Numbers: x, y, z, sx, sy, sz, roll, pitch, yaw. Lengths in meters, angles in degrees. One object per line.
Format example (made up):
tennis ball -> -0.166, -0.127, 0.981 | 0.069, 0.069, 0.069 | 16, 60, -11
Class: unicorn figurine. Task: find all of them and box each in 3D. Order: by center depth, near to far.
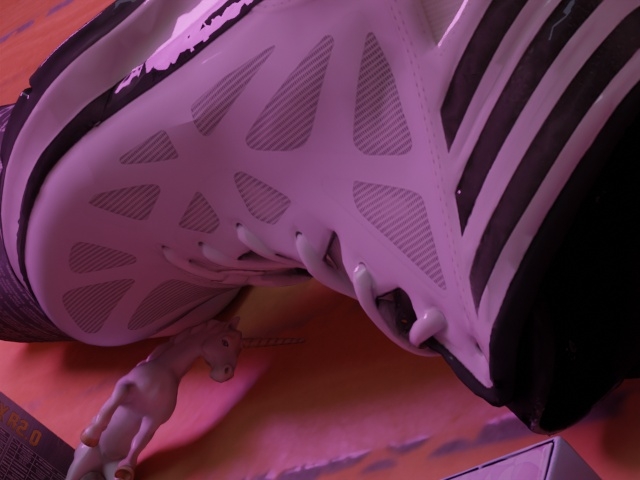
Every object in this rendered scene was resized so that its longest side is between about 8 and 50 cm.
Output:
unicorn figurine -> -0.099, 0.100, 0.969 | 0.162, 0.060, 0.111 | -35, 14, 34

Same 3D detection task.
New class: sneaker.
sneaker -> -0.001, 0.000, 0.797 | 0.447, 0.169, 0.257 | -45, 60, 46

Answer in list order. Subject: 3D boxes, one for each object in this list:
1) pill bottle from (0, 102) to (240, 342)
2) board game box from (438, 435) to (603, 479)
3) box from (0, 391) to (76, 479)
pill bottle -> -0.171, -0.014, 1.148 | 0.278, 0.162, 0.162 | -6, 45, 54
board game box -> -0.044, 0.251, 0.637 | 0.318, 0.066, 0.318 | -26, 30, 36
box -> -0.275, 0.108, 1.030 | 0.183, 0.231, 0.056 | -23, 35, 41
